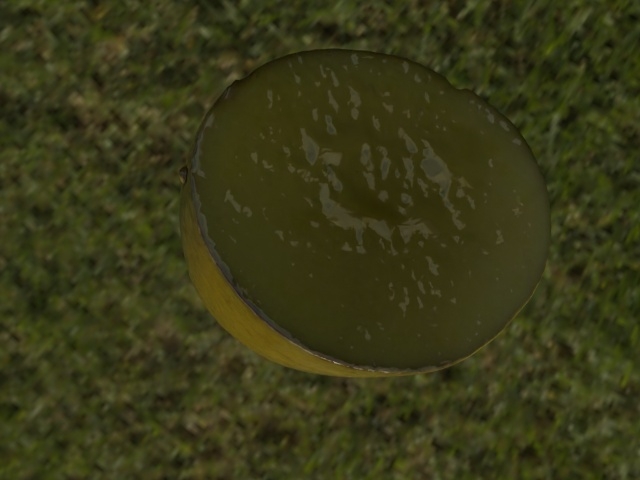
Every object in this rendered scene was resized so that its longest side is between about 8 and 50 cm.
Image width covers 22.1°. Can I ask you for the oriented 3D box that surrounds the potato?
[{"bbox_3d":[0.000,0.000,0.910,0.158,0.203,0.178,-29,74,59],"label":"potato"}]
